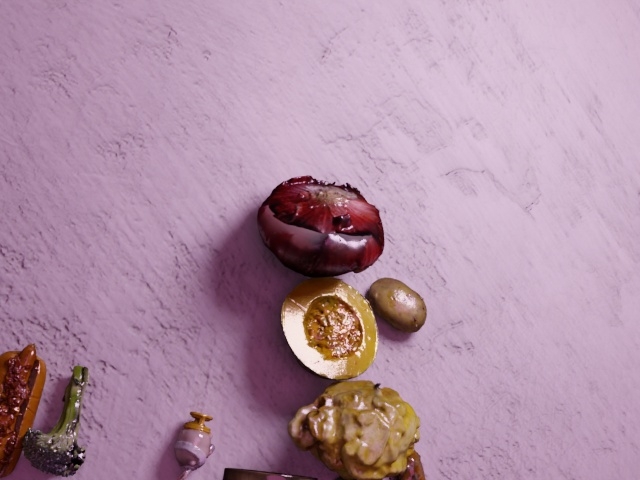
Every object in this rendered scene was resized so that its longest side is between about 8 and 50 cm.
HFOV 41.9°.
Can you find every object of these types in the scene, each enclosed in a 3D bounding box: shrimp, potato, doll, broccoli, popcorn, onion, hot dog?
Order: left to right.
[{"bbox_3d":[-0.563,0.302,1.501,0.102,0.076,0.249,16,74,-9],"label":"hot dog"},{"bbox_3d":[-0.462,0.326,1.517,0.122,0.118,0.204,24,52,-19],"label":"broccoli"},{"bbox_3d":[-0.235,0.395,1.582,0.084,0.073,0.127,31,65,-41],"label":"doll"},{"bbox_3d":[0.000,0.000,1.677,0.271,0.195,0.272,9,33,-6],"label":"onion"},{"bbox_3d":[0.067,0.349,1.581,0.265,0.233,0.192,10,99,-34],"label":"popcorn"},{"bbox_3d":[0.152,0.490,1.677,0.132,0.051,0.188,1,80,-16],"label":"shrimp"},{"bbox_3d":[0.164,0.135,1.754,0.138,0.070,0.092,38,69,-5],"label":"potato"}]

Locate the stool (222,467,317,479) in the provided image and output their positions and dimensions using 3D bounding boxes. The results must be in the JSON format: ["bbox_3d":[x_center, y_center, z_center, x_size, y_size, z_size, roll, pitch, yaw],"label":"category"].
[{"bbox_3d":[-0.107,0.558,1.520,0.179,0.179,0.264,11,75,-13],"label":"stool"}]

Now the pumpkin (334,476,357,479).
[{"bbox_3d":[0.053,0.584,1.569,0.111,0.163,0.279,1,76,-17],"label":"pumpkin"}]

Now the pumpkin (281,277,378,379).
[{"bbox_3d":[0.009,0.191,1.684,0.217,0.110,0.218,11,58,-17],"label":"pumpkin"}]
